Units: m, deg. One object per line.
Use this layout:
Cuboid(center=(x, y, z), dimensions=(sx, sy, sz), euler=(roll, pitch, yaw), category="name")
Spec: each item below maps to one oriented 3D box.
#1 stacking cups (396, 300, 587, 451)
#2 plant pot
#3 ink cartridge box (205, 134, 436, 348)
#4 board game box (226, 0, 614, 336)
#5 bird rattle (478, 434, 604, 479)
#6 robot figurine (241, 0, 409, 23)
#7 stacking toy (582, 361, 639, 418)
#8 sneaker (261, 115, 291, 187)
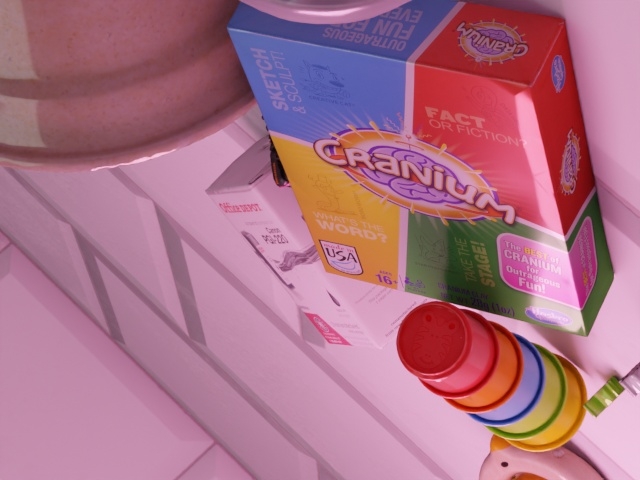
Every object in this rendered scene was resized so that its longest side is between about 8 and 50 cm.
Cuboid(center=(0.142, 0.120, 1.621), dimensions=(0.096, 0.096, 0.316), euler=(40, -174, 25), category="stacking cups")
Cuboid(center=(-0.191, -0.274, 1.438), dimensions=(0.334, 0.334, 0.305), euler=(36, 149, 35), category="plant pot")
Cuboid(center=(0.000, 0.000, 1.929), dimensions=(0.218, 0.092, 0.158), euler=(53, 163, -12), category="ink cartridge box")
Cuboid(center=(0.084, -0.062, 1.452), dimensions=(0.242, 0.064, 0.316), euler=(13, 149, 25), category="board game box")
Cuboid(center=(0.238, 0.298, 1.974), dimensions=(0.253, 0.143, 0.207), euler=(34, 143, 31), category="bird rattle")
Cuboid(center=(0.003, -0.257, 1.100), dimensions=(0.300, 0.199, 0.353), euler=(13, 157, 5), category="robot figurine")
Cuboid(center=(0.308, 0.178, 1.618), dimensions=(0.167, 0.052, 0.221), euler=(46, 165, 5), category="stacking toy")
Cuboid(center=(-0.020, -0.088, 1.795), dimensions=(0.178, 0.077, 0.072), euler=(51, 163, -11), category="sneaker")
